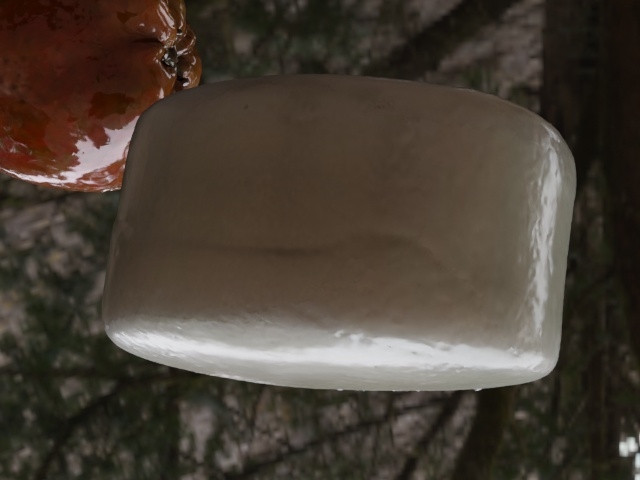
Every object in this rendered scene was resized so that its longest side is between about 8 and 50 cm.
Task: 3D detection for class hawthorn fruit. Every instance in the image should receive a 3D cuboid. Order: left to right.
[{"bbox_3d":[-0.174,-0.122,1.115,0.189,0.189,0.189,-5,-136,5],"label":"hawthorn fruit"}]

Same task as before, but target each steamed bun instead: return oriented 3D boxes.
[{"bbox_3d":[0.000,0.000,0.832,0.241,0.164,0.146,1,-103,24],"label":"steamed bun"}]
